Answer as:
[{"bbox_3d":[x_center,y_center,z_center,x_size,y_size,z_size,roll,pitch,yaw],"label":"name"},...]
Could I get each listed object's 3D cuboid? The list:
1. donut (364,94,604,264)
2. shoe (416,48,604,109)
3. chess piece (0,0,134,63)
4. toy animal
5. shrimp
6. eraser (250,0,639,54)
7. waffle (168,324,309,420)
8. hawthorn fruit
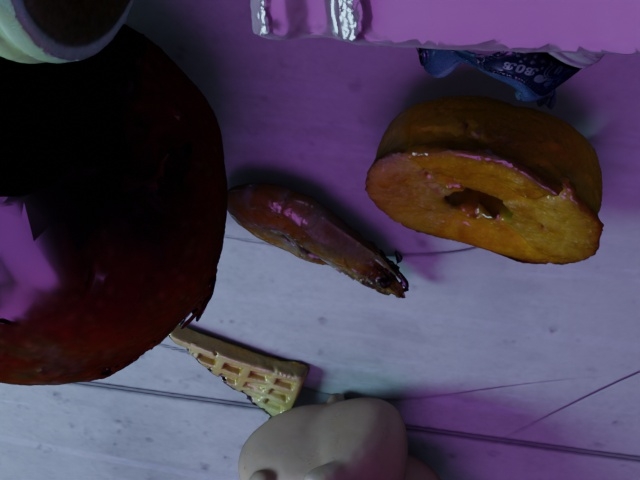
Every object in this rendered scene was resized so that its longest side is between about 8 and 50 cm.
[{"bbox_3d":[0.134,-0.051,1.087,0.190,0.074,0.174,10,160,19],"label":"donut"},{"bbox_3d":[0.100,-0.160,0.989,0.207,0.091,0.106,25,131,-16],"label":"shoe"},{"bbox_3d":[-0.280,-0.220,0.958,0.298,0.176,0.176,11,139,24],"label":"chess piece"},{"bbox_3d":[0.023,0.266,1.401,0.210,0.229,0.221,-10,95,25],"label":"toy animal"},{"bbox_3d":[0.000,0.000,1.230,0.190,0.042,0.101,29,156,-15],"label":"shrimp"},{"bbox_3d":[0.089,-0.290,0.771,0.272,0.122,0.359,5,122,11],"label":"eraser"},{"bbox_3d":[-0.093,0.137,1.409,0.153,0.023,0.097,19,136,-7],"label":"waffle"},{"bbox_3d":[-0.205,-0.036,1.072,0.316,0.316,0.316,8,137,8],"label":"hawthorn fruit"}]
